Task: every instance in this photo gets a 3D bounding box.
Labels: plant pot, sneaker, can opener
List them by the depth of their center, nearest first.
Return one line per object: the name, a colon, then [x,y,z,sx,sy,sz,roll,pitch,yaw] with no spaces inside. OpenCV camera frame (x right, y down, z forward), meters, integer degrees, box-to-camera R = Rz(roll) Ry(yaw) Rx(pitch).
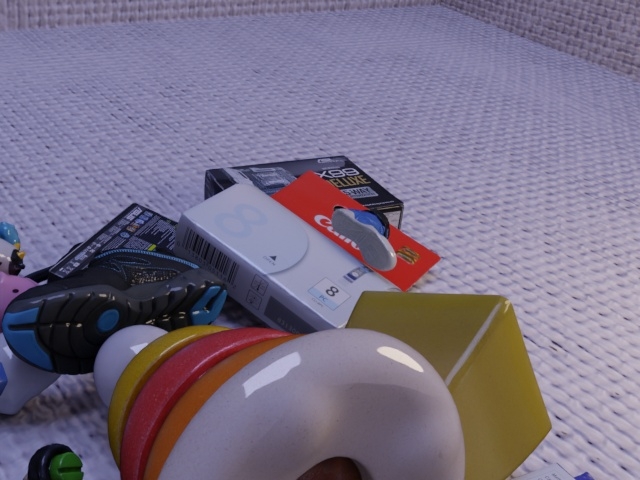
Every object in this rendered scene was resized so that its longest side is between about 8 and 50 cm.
plant pot: [0.122,0.203,1.150,0.212,0.212,0.187,0,35,38]
sneaker: [-0.285,0.083,1.277,0.139,0.125,0.340,35,23,30]
can opener: [-0.413,0.056,1.535,0.059,0.073,0.186,50,38,0]
sneaker: [0.092,-0.005,1.548,0.084,0.058,0.152,-5,31,-39]

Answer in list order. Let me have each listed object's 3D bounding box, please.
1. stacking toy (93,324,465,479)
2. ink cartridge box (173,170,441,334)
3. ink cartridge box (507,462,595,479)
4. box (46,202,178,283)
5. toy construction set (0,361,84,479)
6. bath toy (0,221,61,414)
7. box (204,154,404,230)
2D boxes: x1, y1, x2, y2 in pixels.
stacking toy: [-0.110,0.207,1.051,0.350,0.351,0.480,-12,19,-32]
ink cartridge box: [0.000,0.000,1.571,0.308,0.091,0.385,35,40,18]
ink cartridge box: [0.304,0.346,1.104,0.223,0.045,0.223,-10,30,-30]
box: [-0.264,0.055,1.500,0.216,0.060,0.270,24,30,6]
toy construction set: [-0.393,0.272,0.864,0.237,0.258,0.309,-19,19,23]
bath toy: [-0.434,0.095,1.331,0.129,0.151,0.348,-18,36,-21]
box: [-0.035,-0.070,1.823,0.307,0.077,0.242,-8,31,-26]
